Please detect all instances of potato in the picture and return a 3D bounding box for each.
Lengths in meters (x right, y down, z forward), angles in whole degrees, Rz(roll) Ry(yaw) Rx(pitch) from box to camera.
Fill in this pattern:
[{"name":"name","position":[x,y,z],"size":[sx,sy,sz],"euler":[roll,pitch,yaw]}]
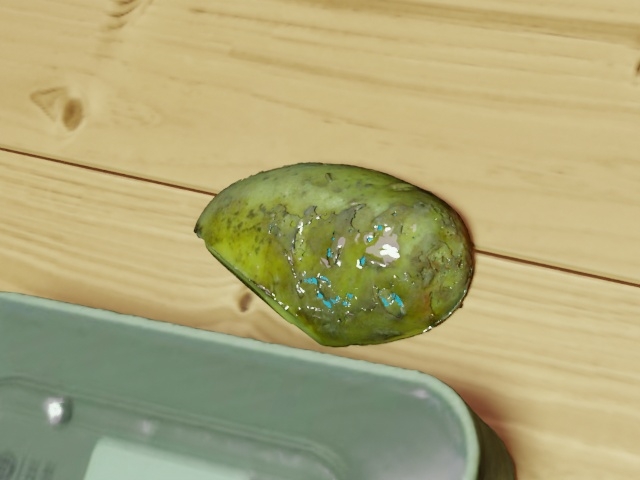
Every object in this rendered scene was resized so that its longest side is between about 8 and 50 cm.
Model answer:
[{"name":"potato","position":[0.000,0.000,0.962],"size":[0.198,0.054,0.119],"euler":[24,85,30]}]

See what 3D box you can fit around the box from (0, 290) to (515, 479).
[{"name":"box","position":[-0.115,0.246,0.886],"size":[0.396,0.111,0.396],"euler":[8,73,25]}]
